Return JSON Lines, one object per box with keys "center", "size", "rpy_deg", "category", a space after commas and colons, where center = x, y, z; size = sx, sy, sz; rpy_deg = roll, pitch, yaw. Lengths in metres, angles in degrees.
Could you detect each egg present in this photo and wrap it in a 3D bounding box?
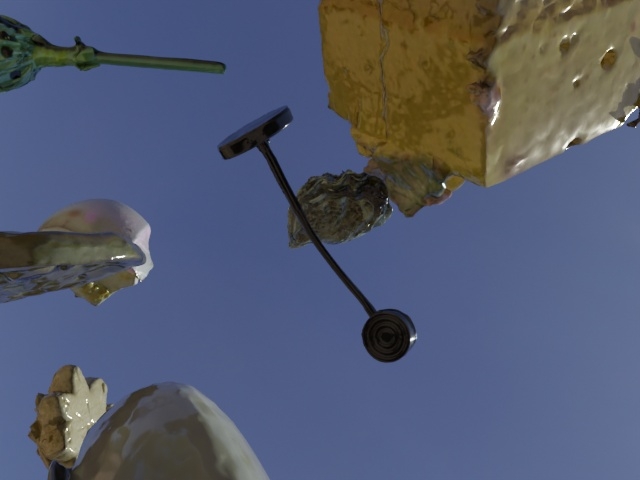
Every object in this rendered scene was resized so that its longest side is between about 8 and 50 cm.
{"center": [-0.415, -0.004, 1.253], "size": [0.206, 0.162, 0.271], "rpy_deg": [38, -38, -12], "category": "egg"}

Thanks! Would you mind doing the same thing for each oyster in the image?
{"center": [0.018, -0.045, 0.930], "size": [0.177, 0.064, 0.125], "rpy_deg": [-15, -59, 18], "category": "oyster"}

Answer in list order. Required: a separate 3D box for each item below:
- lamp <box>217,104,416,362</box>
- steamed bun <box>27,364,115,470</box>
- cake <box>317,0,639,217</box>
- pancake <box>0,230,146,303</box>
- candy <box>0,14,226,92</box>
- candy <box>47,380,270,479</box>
{"center": [-0.012, 0.000, 0.828], "size": [0.130, 0.108, 0.372], "rpy_deg": [-26, -94, 16], "category": "lamp"}
{"center": [-0.596, 0.444, 1.540], "size": [0.137, 0.295, 0.293], "rpy_deg": [-12, -81, 8], "category": "steamed bun"}
{"center": [0.141, -0.172, 0.564], "size": [0.222, 0.227, 0.286], "rpy_deg": [35, -41, 49], "category": "cake"}
{"center": [-0.324, 0.032, 0.670], "size": [0.294, 0.294, 0.050], "rpy_deg": [-18, -98, 44], "category": "pancake"}
{"center": [-0.253, -0.195, 0.703], "size": [0.305, 0.091, 0.083], "rpy_deg": [5, -68, 5], "category": "candy"}
{"center": [-0.065, 0.295, 0.379], "size": [0.386, 0.186, 0.427], "rpy_deg": [122, -44, -61], "category": "candy"}
